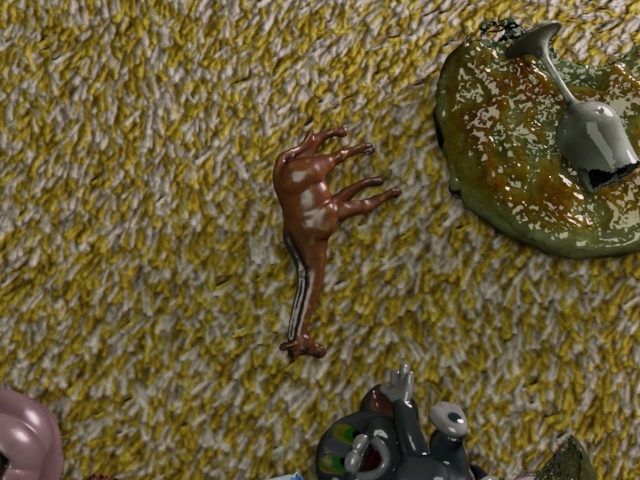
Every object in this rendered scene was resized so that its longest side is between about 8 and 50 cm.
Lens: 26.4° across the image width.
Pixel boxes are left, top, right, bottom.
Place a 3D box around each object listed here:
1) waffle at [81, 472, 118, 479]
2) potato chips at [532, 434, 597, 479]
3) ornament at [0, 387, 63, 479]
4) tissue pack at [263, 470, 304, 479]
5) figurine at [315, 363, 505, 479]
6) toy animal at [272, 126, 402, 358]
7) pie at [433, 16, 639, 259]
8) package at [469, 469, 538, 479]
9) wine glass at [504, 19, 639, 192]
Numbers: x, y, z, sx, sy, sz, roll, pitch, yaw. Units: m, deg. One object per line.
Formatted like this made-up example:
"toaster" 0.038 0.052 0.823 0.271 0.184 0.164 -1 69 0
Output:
"waffle" -0.251 0.309 1.555 0.075 0.029 0.083 20 80 6
"potato chips" 0.279 0.327 1.544 0.142 0.026 0.209 25 67 -22
"ornament" -0.372 0.247 1.495 0.178 0.177 0.177 0 77 -1
"tissue pack" -0.053 0.394 1.454 0.146 0.198 0.263 -13 78 -7
"figurine" 0.099 0.236 1.483 0.265 0.140 0.193 3 70 34
"toy animal" 0.000 0.000 1.622 0.230 0.066 0.224 -38 99 -19
"pie" 0.318 -0.122 1.650 0.371 0.078 0.296 9 76 2
"package" 0.174 0.381 1.532 0.194 0.071 0.269 14 80 -6
"wine glass" 0.293 -0.154 1.579 0.079 0.079 0.195 -26 76 -7
